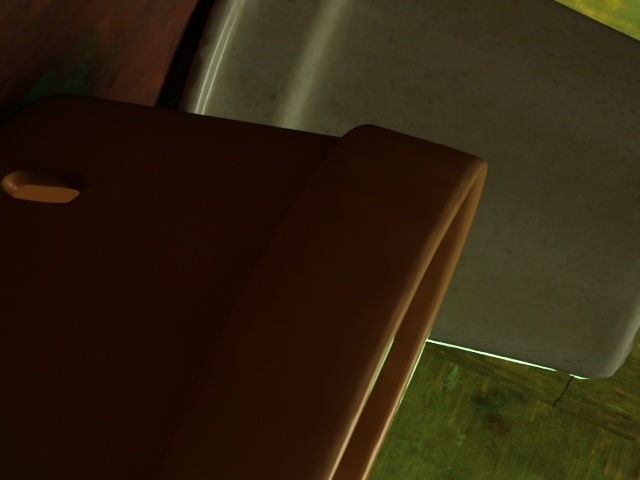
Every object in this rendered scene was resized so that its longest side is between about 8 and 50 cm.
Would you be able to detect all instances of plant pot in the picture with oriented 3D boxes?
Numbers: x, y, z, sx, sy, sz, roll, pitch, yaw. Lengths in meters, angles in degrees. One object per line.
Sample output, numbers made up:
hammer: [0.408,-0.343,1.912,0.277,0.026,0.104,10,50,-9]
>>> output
plant pot: [-0.069,0.057,0.598,0.291,0.203,0.291,24,90,-81]
plant pot: [0.092,-0.054,0.874,0.334,0.305,0.334,20,90,-81]
